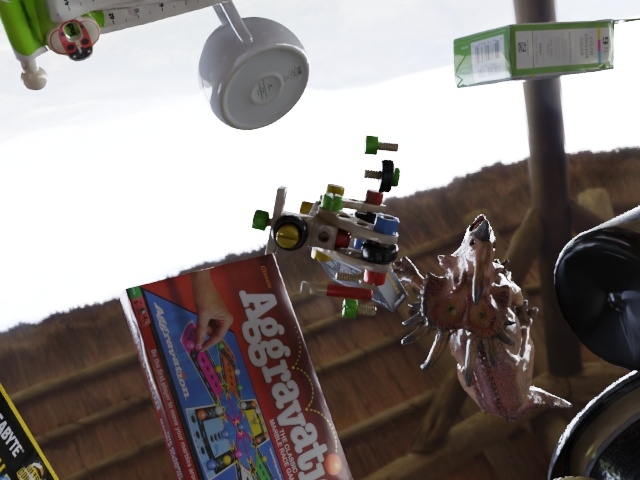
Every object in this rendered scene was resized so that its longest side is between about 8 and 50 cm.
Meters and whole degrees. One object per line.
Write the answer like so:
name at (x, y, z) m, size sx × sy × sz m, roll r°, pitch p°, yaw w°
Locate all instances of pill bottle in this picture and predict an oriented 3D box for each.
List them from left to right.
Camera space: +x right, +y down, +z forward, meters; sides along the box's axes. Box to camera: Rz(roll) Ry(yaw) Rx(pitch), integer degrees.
pill bottle at (0.321, 0.017, 0.552) m, size 0.219 × 0.122 × 0.123 m, roll -21°, pitch -162°, yaw -26°

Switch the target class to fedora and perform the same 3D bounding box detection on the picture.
fedora at (0.456, 0.285, 0.772) m, size 0.334 × 0.333 × 0.152 m, roll -16°, pitch -147°, yaw -9°

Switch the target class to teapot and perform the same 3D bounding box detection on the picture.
teapot at (-0.159, -0.371, 1.320) m, size 0.253 × 0.256 × 0.187 m, roll -3°, pitch -132°, yaw -47°

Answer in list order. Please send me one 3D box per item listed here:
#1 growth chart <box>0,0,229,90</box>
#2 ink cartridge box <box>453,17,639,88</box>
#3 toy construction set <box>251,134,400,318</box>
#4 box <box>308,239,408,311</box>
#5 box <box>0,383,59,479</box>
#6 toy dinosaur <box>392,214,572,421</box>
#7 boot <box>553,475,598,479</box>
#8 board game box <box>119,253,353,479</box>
growth chart at (-0.081, -0.188, 0.354) m, size 0.238 × 0.172 × 0.021 m, roll -24°, pitch -120°, yaw -13°
ink cartridge box at (0.281, -0.230, 0.778) m, size 0.210 × 0.062 × 0.109 m, roll -11°, pitch -168°, yaw -21°
toy construction set at (0.000, 0.000, 1.120) m, size 0.238 × 0.308 × 0.257 m, roll 6°, pitch -138°, yaw -3°
box at (0.075, 0.054, 1.461) m, size 0.056 × 0.183 × 0.231 m, roll -46°, pitch -142°, yaw -17°
box at (-0.473, 0.225, 0.729) m, size 0.322 × 0.257 × 0.079 m, roll 11°, pitch -136°, yaw 18°
toy dinosaur at (0.173, 0.110, 0.665) m, size 0.127 × 0.295 × 0.200 m, roll -28°, pitch -164°, yaw 14°
boot at (0.215, 0.399, 0.636) m, size 0.089 × 0.236 × 0.269 m, roll 29°, pitch -133°, yaw 11°
board game box at (-0.058, 0.158, 0.539) m, size 0.145 × 0.281 × 0.027 m, roll -14°, pitch 169°, yaw -38°
